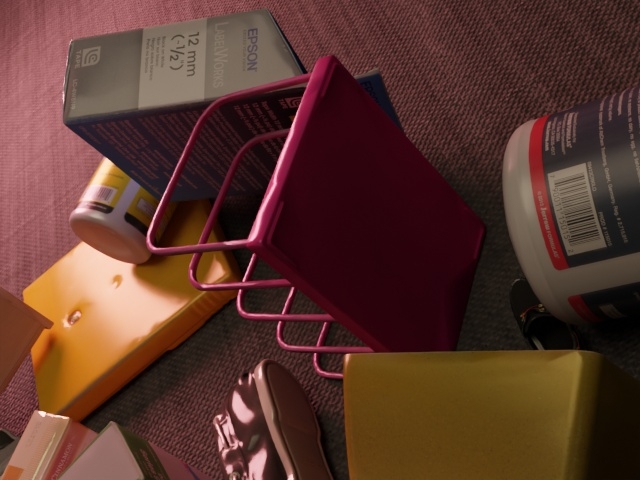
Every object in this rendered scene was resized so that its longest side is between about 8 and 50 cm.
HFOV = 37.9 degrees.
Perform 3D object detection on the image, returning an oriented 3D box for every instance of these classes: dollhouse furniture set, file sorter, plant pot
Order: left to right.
[{"bbox_3d":[-0.573,0.128,1.298,0.303,0.286,0.198,-1,54,52],"label":"dollhouse furniture set"},{"bbox_3d":[0.000,0.000,0.936,0.182,0.290,0.202,-5,55,41],"label":"file sorter"},{"bbox_3d":[0.145,0.203,0.722,0.212,0.212,0.187,-6,65,37],"label":"plant pot"}]

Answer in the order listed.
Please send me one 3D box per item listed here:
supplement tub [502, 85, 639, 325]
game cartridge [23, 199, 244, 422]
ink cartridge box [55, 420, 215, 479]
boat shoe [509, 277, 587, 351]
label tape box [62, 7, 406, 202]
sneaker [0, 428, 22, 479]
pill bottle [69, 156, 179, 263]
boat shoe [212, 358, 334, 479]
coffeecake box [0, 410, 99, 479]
[{"bbox_3d":[0.309,-0.044,0.780,0.272,0.191,0.191,-16,49,30],"label":"supplement tub"},{"bbox_3d":[-0.269,0.071,1.295,0.323,0.053,0.285,-37,41,7],"label":"game cartridge"},{"bbox_3d":[-0.167,0.293,0.898,0.154,0.212,0.093,-47,44,-2],"label":"ink cartridge box"},{"bbox_3d":[0.212,0.078,0.880,0.049,0.042,0.133,-37,40,14],"label":"boat shoe"},{"bbox_3d":[-0.078,-0.149,1.070,0.347,0.249,0.115,-7,70,15],"label":"label tape box"},{"bbox_3d":[-0.457,0.324,1.230,0.228,0.086,0.132,-27,38,7],"label":"sneaker"},{"bbox_3d":[-0.243,-0.084,1.273,0.119,0.119,0.209,1,57,41],"label":"pill bottle"},{"bbox_3d":[-0.038,0.261,0.901,0.095,0.112,0.335,-43,35,18],"label":"boat shoe"},{"bbox_3d":[-0.250,0.286,0.993,0.068,0.185,0.142,0,58,40],"label":"coffeecake box"}]
